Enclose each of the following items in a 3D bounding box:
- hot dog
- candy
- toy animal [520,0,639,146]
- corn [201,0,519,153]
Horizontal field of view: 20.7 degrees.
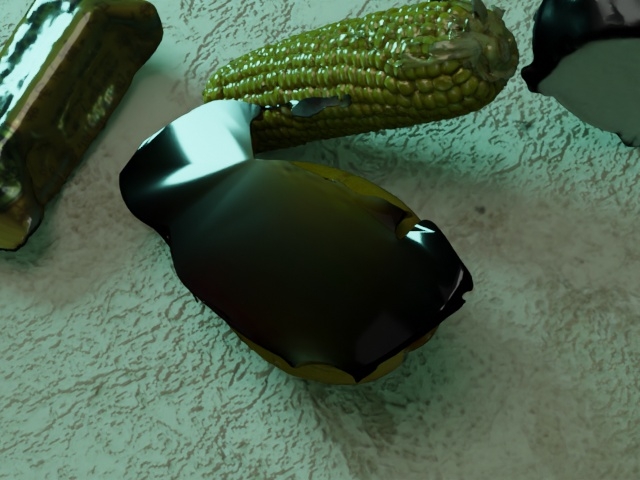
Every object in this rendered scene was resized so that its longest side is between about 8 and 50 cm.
[{"bbox_3d":[-0.003,0.005,1.358,0.194,0.107,0.326,-41,50,4],"label":"hot dog"},{"bbox_3d":[-0.243,-0.111,1.510,0.143,0.101,0.271,21,69,32],"label":"candy"},{"bbox_3d":[0.255,-0.209,1.394,0.165,0.187,0.235,-30,46,39],"label":"toy animal"},{"bbox_3d":[0.020,-0.130,1.408,0.293,0.106,0.106,-10,51,35],"label":"corn"}]
